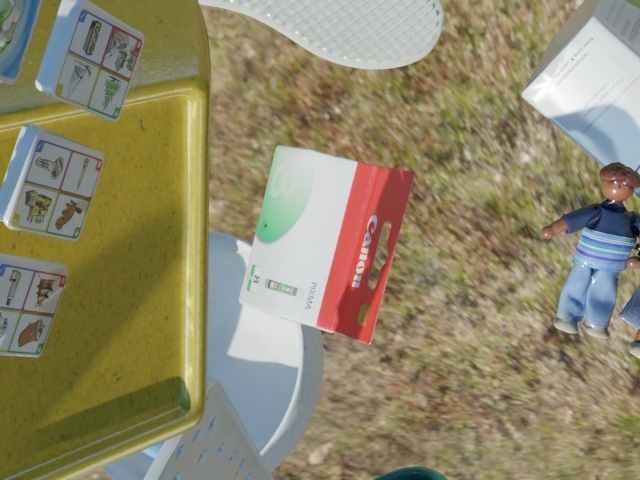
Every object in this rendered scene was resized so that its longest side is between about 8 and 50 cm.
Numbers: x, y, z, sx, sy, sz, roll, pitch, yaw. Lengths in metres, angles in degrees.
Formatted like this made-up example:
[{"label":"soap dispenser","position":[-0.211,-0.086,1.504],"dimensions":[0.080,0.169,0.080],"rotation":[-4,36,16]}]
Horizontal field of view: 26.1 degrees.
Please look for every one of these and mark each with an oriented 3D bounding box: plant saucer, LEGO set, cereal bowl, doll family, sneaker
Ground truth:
[{"label":"plant saucer","position":[-0.177,0.024,0.809],"dimensions":[0.081,0.332,0.333],"rotation":[20,117,40]},{"label":"LEGO set","position":[-0.174,-0.040,0.622],"dimensions":[0.060,0.244,0.182],"rotation":[18,91,17]},{"label":"cereal bowl","position":[-0.139,0.164,1.742],"dimensions":[0.339,0.141,0.339],"rotation":[-8,73,26]},{"label":"doll family","position":[0.235,0.016,0.890],"dimensions":[0.076,0.193,0.111],"rotation":[44,124,58]},{"label":"sneaker","position":[-0.044,-0.294,1.439],"dimensions":[0.366,0.150,0.135],"rotation":[19,117,-20]}]

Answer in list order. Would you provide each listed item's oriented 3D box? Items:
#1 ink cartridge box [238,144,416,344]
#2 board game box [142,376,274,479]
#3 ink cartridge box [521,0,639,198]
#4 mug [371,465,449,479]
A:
[{"label":"ink cartridge box","position":[0.000,0.000,1.428],"dimensions":[0.056,0.224,0.181],"rotation":[14,90,-26]},{"label":"board game box","position":[-0.170,0.338,1.201],"dimensions":[0.050,0.390,0.390],"rotation":[23,70,17]},{"label":"ink cartridge box","position":[0.285,-0.102,1.130],"dimensions":[0.219,0.160,0.092],"rotation":[40,121,-3]},{"label":"mug","position":[0.010,0.218,0.895],"dimensions":[0.097,0.157,0.129],"rotation":[30,128,56]}]
